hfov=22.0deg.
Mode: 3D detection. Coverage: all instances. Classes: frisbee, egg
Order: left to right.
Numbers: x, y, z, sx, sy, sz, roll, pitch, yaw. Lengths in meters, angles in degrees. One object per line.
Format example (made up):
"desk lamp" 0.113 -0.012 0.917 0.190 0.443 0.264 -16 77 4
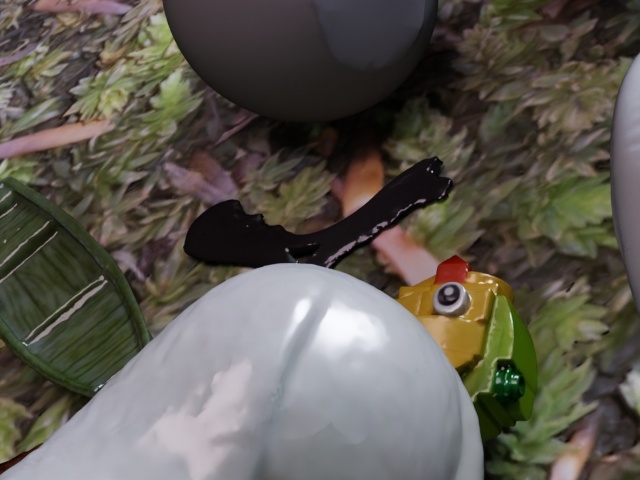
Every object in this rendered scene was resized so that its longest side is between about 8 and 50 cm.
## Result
"egg" -0.020 -0.172 1.126 0.176 0.176 0.232 -42 33 -8
"frisbee" 0.000 0.000 1.058 0.187 0.012 0.211 -34 35 1

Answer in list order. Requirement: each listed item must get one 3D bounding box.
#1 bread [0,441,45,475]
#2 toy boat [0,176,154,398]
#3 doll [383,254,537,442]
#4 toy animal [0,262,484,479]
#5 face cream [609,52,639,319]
"bread" -0.286 0.267 0.907 0.416 0.113 0.165 -26 37 15
"toy boat" -0.176 0.042 1.114 0.093 0.055 0.293 -40 36 -8
"doll" 0.025 0.083 0.869 0.186 0.106 0.134 -27 47 10
"toy animal" -0.045 0.148 0.703 0.174 0.249 0.289 -11 73 50
"face cream" 0.212 -0.004 0.735 0.111 0.206 0.206 -14 41 33
